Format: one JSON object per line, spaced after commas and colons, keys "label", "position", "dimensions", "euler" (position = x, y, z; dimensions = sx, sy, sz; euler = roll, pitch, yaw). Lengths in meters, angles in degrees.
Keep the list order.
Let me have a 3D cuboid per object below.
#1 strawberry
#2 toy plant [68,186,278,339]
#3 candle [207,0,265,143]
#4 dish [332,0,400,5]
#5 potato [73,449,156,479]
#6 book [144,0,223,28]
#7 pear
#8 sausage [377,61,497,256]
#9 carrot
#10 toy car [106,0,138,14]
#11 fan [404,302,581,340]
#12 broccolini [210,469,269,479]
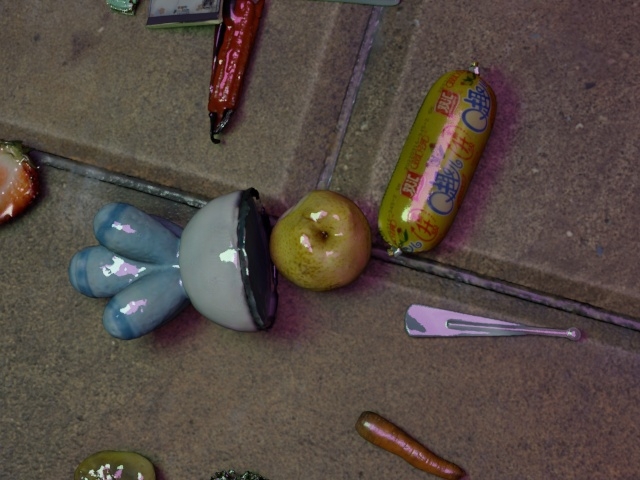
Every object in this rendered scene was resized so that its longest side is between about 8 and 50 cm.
{"label": "strawberry", "position": [-0.551, -0.088, 1.943], "dimensions": [0.146, 0.082, 0.187], "euler": [37, 93, 17]}
{"label": "toy plant", "position": [-0.246, 0.045, 1.816], "dimensions": [0.332, 0.247, 0.247], "euler": [-6, 80, 10]}
{"label": "candle", "position": [-0.157, -0.311, 1.937], "dimensions": [0.084, 0.059, 0.302], "euler": [7, 80, 21]}
{"label": "dish", "position": [0.024, -0.505, 1.933], "dimensions": [0.243, 0.080, 0.182], "euler": [5, 82, 7]}
{"label": "potato", "position": [-0.331, 0.387, 1.842], "dimensions": [0.137, 0.070, 0.092], "euler": [3, 80, 6]}
{"label": "book", "position": [-0.226, -0.483, 1.962], "dimensions": [0.157, 0.026, 0.231], "euler": [2, 81, 28]}
{"label": "pear", "position": [0.000, 0.000, 1.812], "dimensions": [0.177, 0.178, 0.178], "euler": [-1, 81, 7]}
{"label": "sausage", "position": [0.191, -0.129, 1.829], "dimensions": [0.123, 0.123, 0.347], "euler": [22, 85, 10]}
{"label": "carrot", "position": [0.142, 0.331, 1.803], "dimensions": [0.191, 0.047, 0.047], "euler": [29, 86, 10]}
{"label": "toy car", "position": [-0.336, -0.459, 1.995], "dimensions": [0.059, 0.035, 0.122], "euler": [14, 75, 9]}
{"label": "fan", "position": [0.276, 0.135, 1.828], "dimensions": [0.281, 0.023, 0.057], "euler": [2, 73, 8]}
{"label": "broccolini", "position": [-0.171, 0.487, 1.819], "dimensions": [0.123, 0.062, 0.272], "euler": [26, 88, 20]}
